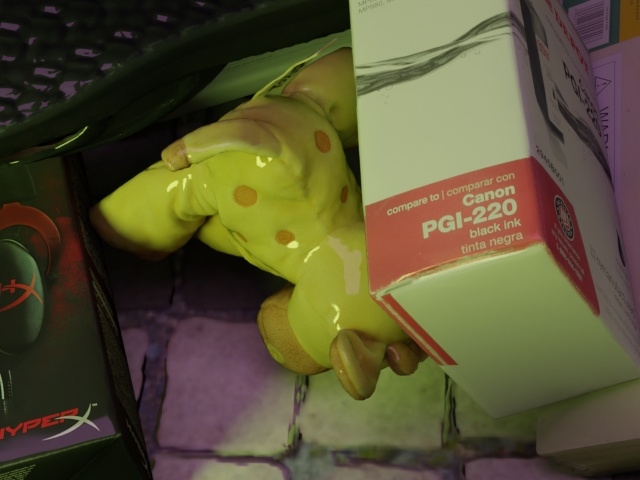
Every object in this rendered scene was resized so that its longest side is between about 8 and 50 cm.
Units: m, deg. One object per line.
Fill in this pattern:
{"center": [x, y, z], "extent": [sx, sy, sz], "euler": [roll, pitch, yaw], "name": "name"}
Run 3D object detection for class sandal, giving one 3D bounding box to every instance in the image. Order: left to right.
{"center": [-0.128, -0.110, 0.844], "extent": [0.446, 0.107, 0.167], "euler": [-17, 57, -23], "name": "sandal"}

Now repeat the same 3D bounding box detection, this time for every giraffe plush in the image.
{"center": [0.000, 0.000, 0.856], "extent": [0.181, 0.210, 0.170], "euler": [-34, 93, -23], "name": "giraffe plush"}

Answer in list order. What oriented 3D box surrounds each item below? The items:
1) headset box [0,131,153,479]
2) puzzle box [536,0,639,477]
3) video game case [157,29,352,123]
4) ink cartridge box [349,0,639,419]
{"center": [-0.232, 0.032, 0.876], "extent": [0.218, 0.110, 0.293], "euler": [-15, 59, -3], "name": "headset box"}
{"center": [0.248, -0.089, 0.827], "extent": [0.272, 0.052, 0.409], "euler": [-17, 56, 41], "name": "puzzle box"}
{"center": [-0.068, -0.167, 1.031], "extent": [0.190, 0.022, 0.173], "euler": [-18, 59, -4], "name": "video game case"}
{"center": [0.089, -0.043, 0.794], "extent": [0.092, 0.158, 0.218], "euler": [-19, 55, 20], "name": "ink cartridge box"}
